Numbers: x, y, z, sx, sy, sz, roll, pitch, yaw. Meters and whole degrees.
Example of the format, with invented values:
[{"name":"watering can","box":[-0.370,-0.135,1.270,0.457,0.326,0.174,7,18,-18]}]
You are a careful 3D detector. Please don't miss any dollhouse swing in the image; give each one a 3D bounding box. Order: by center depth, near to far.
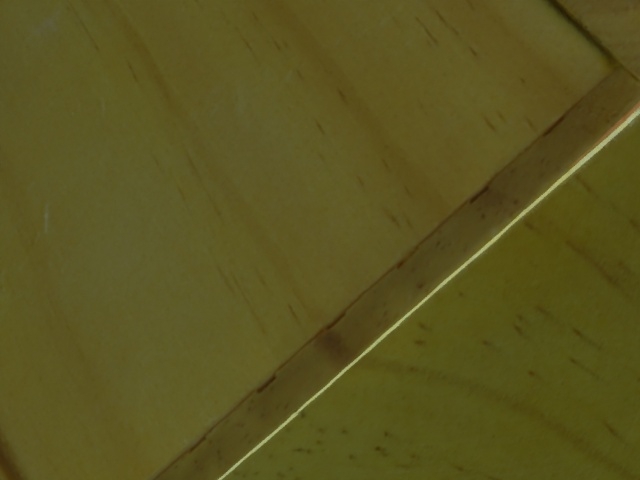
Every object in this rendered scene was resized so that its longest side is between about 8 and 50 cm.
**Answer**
[{"name":"dollhouse swing","box":[0.000,0.000,0.693,0.347,0.305,0.315,-43,134,6]}]
